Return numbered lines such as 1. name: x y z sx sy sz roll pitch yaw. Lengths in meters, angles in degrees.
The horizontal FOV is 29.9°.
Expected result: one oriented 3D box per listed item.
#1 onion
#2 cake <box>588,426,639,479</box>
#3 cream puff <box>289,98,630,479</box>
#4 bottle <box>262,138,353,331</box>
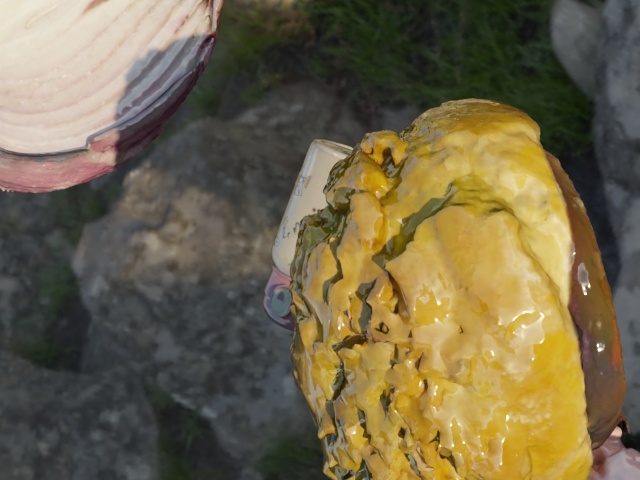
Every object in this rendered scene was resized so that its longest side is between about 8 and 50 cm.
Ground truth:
1. onion: -0.210 -0.185 1.101 0.267 0.348 0.159 65 162 10
2. cake: 0.190 0.294 1.118 0.306 0.314 0.293 29 84 21
3. cream puff: 0.050 0.038 0.513 0.189 0.129 0.189 -13 -90 -89
4. bottle: 0.000 0.000 1.474 0.110 0.110 0.233 39 111 58
